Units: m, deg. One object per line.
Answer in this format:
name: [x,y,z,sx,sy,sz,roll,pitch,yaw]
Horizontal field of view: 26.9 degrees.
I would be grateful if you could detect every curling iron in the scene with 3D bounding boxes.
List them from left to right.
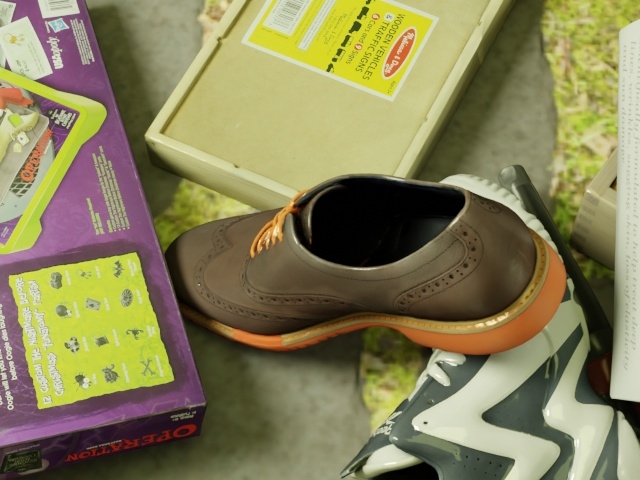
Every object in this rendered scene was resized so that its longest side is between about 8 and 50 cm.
curling iron: [0.179,0.068,0.795,0.068,0.035,0.274,-27,66,-6]

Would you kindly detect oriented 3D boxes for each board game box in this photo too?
board game box: [-0.214,-0.018,0.816,0.208,0.056,0.346,-8,57,-20]

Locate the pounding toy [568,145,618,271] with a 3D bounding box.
pounding toy: [0.250,-0.031,0.809,0.141,0.100,0.130,33,68,17]

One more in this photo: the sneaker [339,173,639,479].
sneaker: [0.071,0.077,0.761,0.153,0.094,0.235,-15,73,-16]

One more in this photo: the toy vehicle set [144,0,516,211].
toy vehicle set: [0.020,-0.132,0.906,0.166,0.035,0.266,24,66,14]

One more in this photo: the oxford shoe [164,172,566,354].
oxford shoe: [0.000,0.000,0.749,0.271,0.098,0.097,-3,54,39]

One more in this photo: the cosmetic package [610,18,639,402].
cosmetic package: [0.356,-0.010,0.689,0.385,0.156,0.217,5,86,-8]
